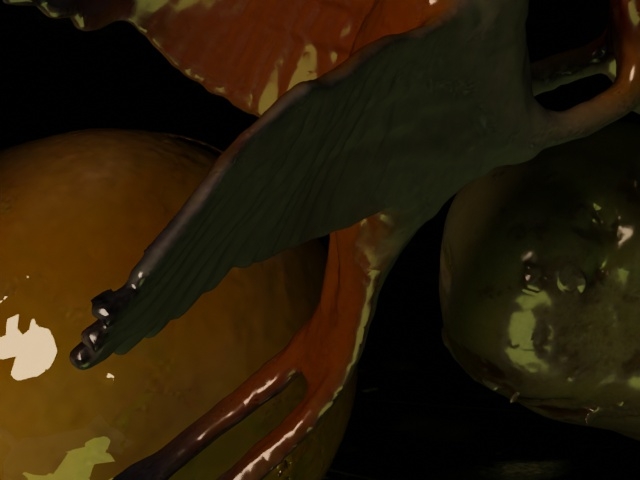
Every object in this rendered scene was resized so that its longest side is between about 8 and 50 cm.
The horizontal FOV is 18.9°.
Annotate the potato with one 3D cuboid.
[{"bbox_3d":[0.170,0.032,0.989,0.262,0.165,0.165,26,149,-36],"label":"potato"}]

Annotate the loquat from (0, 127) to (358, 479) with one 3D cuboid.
[{"bbox_3d":[-0.110,0.060,1.005,0.263,0.263,0.263,3,158,1],"label":"loquat"}]

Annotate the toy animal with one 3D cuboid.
[{"bbox_3d":[0.021,-0.010,0.787,0.302,0.225,0.284,-22,136,-9],"label":"toy animal"}]
